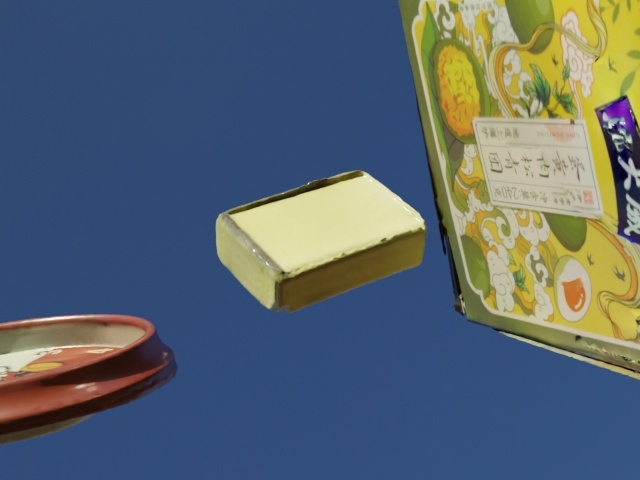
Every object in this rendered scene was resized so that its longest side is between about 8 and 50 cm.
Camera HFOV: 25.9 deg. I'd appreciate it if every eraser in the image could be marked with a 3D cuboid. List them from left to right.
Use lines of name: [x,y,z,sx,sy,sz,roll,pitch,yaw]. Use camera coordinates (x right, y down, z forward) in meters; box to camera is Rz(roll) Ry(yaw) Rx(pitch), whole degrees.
eraser: [0.000,0.000,1.319,0.172,0.117,0.058,-19,-47,-29]

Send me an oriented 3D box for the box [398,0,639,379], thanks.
box: [0.254,-0.081,1.264,0.138,0.420,0.373,-19,-74,-26]

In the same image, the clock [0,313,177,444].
clock: [-0.287,0.136,1.258,0.318,0.318,0.080,-10,-81,-15]
